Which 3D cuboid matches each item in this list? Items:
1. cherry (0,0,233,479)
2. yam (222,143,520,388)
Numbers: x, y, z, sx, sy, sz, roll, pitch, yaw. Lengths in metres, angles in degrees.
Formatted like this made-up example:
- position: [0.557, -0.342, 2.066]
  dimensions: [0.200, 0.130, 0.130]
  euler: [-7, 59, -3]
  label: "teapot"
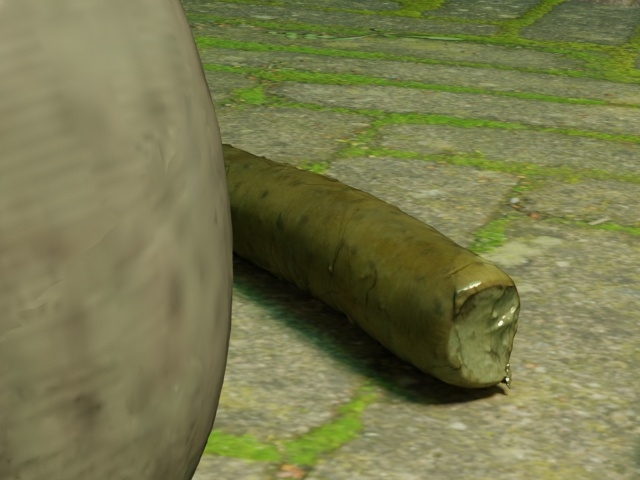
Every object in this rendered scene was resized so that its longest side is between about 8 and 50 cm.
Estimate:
- position: [-0.172, 0.000, 0.551]
  dimensions: [0.291, 0.335, 0.326]
  euler: [7, 39, -42]
  label: "cherry"
- position: [0.000, 0.000, 0.990]
  dimensions: [0.083, 0.083, 0.371]
  euler: [-6, 18, -28]
  label: "yam"
